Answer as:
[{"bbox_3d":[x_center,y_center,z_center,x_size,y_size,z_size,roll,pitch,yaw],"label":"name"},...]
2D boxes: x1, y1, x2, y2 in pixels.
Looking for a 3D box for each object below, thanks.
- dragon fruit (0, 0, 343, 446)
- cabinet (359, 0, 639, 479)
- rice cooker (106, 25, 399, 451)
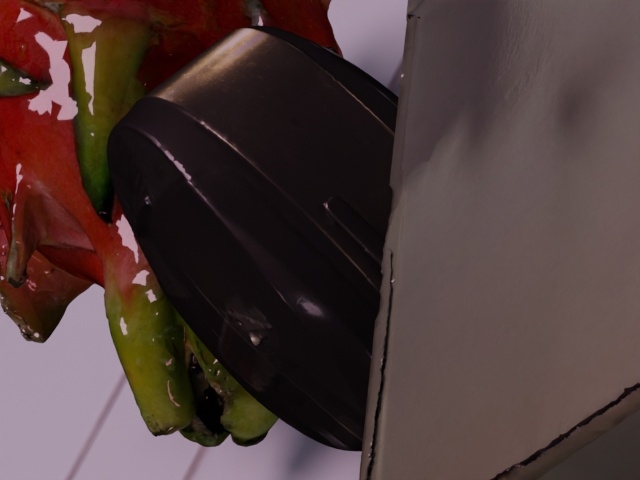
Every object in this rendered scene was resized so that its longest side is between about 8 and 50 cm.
[{"bbox_3d":[-0.058,-0.032,0.839,0.198,0.200,0.269,-35,71,26],"label":"dragon fruit"},{"bbox_3d":[0.116,0.000,0.478,0.145,0.150,0.206,-41,28,38],"label":"cabinet"},{"bbox_3d":[0.000,0.000,0.686,0.106,0.165,0.112,-49,-7,-25],"label":"rice cooker"}]
